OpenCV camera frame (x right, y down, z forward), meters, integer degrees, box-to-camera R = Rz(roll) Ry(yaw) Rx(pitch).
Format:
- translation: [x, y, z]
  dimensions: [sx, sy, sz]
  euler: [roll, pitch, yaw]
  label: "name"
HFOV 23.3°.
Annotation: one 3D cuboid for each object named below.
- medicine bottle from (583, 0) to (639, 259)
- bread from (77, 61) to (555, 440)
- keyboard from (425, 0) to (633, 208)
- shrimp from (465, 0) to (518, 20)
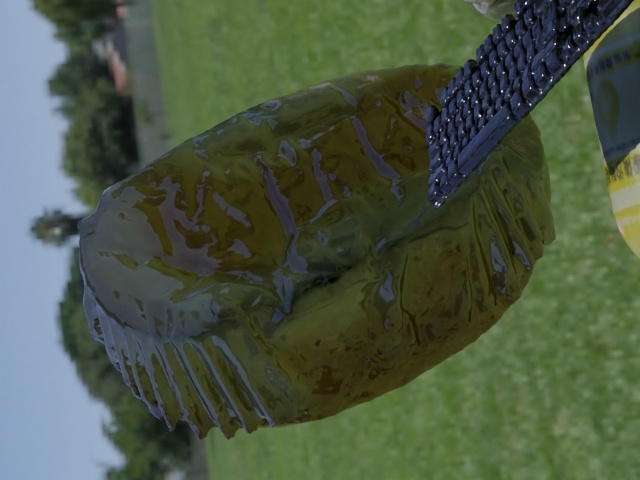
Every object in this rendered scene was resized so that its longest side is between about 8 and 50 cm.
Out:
- translation: [0.205, -0.021, 0.766]
  dimensions: [0.122, 0.122, 0.212]
  euler: [128, 133, -82]
  label: "medicine bottle"
- translation: [0.004, 0.010, 1.232]
  dimensions: [0.183, 0.389, 0.236]
  euler: [87, 158, -54]
  label: "bread"
- translation: [0.093, -0.084, 0.690]
  dimensions: [0.195, 0.018, 0.060]
  euler: [129, 154, -54]
  label: "keyboard"
- translation: [0.337, -0.339, 1.825]
  dimensions: [0.247, 0.360, 0.085]
  euler: [81, 175, -59]
  label: "shrimp"
